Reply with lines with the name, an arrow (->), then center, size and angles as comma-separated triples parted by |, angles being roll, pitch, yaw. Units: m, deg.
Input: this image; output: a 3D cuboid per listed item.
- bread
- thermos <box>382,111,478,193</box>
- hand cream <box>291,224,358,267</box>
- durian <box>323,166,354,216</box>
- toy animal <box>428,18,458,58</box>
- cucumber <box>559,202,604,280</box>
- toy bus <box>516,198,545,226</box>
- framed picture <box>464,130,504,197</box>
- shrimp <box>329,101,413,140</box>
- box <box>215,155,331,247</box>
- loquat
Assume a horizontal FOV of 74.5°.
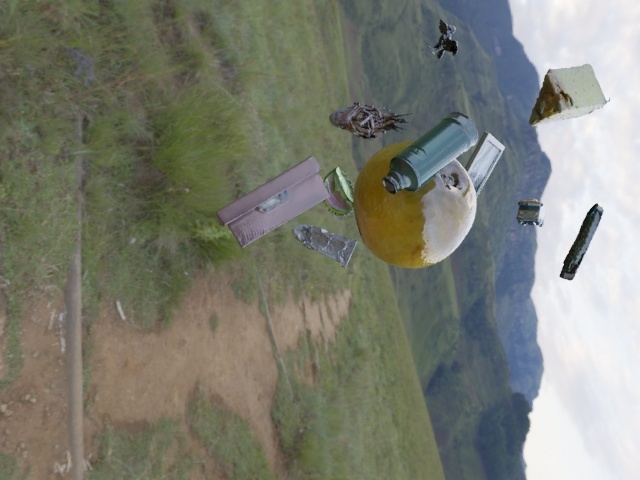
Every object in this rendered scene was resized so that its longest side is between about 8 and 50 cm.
bread -> 0.618, -0.358, 1.073 | 0.152, 0.147, 0.127 | 95, -15, -75
thermos -> 0.185, -0.146, 0.743 | 0.073, 0.187, 0.083 | 52, -16, 3
hand cream -> -0.003, -0.001, 1.236 | 0.050, 0.257, 0.084 | 23, 91, -45
durian -> 0.083, -0.176, 1.688 | 0.095, 0.137, 0.221 | 20, 39, -47
toy animal -> 0.428, -0.689, 1.456 | 0.062, 0.108, 0.220 | 19, 43, -30
cucumber -> 0.749, 0.006, 1.208 | 0.044, 0.043, 0.257 | -53, 152, -53
toy bus -> 0.870, -0.113, 1.733 | 0.182, 0.091, 0.103 | 6, 92, -56
framed picture -> 0.496, -0.184, 1.390 | 0.240, 0.020, 0.324 | 3, 118, -56
shrimp -> 0.178, -0.446, 1.562 | 0.145, 0.343, 0.116 | 22, 84, -55
box -> -0.097, -0.081, 0.874 | 0.086, 0.215, 0.215 | 60, -2, -9
loquat -> 0.201, -0.071, 0.925 | 0.275, 0.274, 0.275 | -12, 90, -75
